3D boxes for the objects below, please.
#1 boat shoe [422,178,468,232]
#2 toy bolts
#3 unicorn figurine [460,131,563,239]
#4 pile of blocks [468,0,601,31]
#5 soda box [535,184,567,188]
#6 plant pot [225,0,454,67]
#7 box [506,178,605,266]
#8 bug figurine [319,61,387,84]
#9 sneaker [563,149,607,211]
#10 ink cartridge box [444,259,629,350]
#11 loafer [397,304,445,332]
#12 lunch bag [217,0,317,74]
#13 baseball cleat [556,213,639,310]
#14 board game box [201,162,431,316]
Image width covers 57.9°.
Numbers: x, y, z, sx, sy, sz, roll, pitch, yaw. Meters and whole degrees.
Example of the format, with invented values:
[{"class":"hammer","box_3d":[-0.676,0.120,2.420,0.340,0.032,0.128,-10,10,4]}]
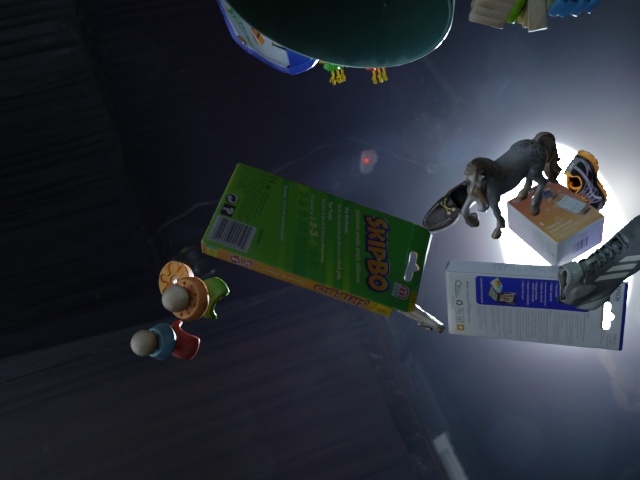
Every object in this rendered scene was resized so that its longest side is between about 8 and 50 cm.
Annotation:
[{"class":"boat shoe","box_3d":[0.373,-0.106,1.605,0.081,0.227,0.068,58,14,25]},{"class":"toy bolts","box_3d":[-0.364,0.164,1.356,0.218,0.158,0.228,30,-79,30]},{"class":"unicorn figurine","box_3d":[0.177,-0.054,0.564,0.060,0.162,0.111,25,-31,34]},{"class":"pile of blocks","box_3d":[0.519,-0.577,1.309,0.149,0.362,0.113,68,24,-51]},{"class":"soda box","box_3d":[0.737,-0.120,1.740,0.058,0.181,0.061,140,-33,-69]},{"class":"plant pot","box_3d":[0.041,-0.392,0.705,0.293,0.293,0.235,145,-39,-76]},{"class":"box","box_3d":[0.525,-0.042,1.303,0.170,0.130,0.091,53,-10,44]},{"class":"bug figurine","box_3d":[0.079,-0.552,1.565,0.279,0.216,0.072,60,30,-36]},{"class":"sneaker","box_3d":[0.717,-0.147,1.583,0.215,0.083,0.084,54,-9,-34]},{"class":"ink cartridge box","box_3d":[0.468,0.141,1.284,0.069,0.371,0.176,-49,136,-53]},{"class":"loafer","box_3d":[0.227,0.178,1.314,0.125,0.039,0.045,38,5,40]},{"class":"lunch bag","box_3d":[-0.099,-0.529,1.020,0.328,0.239,0.385,70,8,-52]},{"class":"baseball cleat","box_3d":[0.470,0.037,0.960,0.072,0.109,0.206,-103,-151,-55]},{"class":"board game box","box_3d":[0.000,0.000,0.705,0.039,0.259,0.124,105,4,-60]}]
